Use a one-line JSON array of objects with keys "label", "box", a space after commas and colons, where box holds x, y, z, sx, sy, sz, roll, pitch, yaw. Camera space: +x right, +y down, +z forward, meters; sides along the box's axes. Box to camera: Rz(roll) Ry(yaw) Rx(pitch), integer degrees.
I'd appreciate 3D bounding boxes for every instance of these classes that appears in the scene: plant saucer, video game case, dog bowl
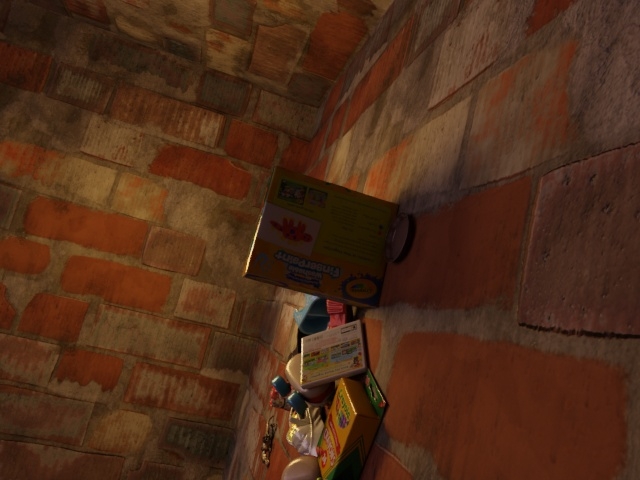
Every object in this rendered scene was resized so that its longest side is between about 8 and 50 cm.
[{"label": "plant saucer", "box": [0.249, -0.007, 1.507, 0.168, 0.029, 0.168, -164, 90, -76]}, {"label": "video game case", "box": [0.041, 0.378, 1.586, 0.206, 0.227, 0.026, -91, -23, -53]}, {"label": "dog bowl", "box": [-0.004, 0.281, 1.945, 0.074, 0.166, 0.297, -104, 31, -43]}]

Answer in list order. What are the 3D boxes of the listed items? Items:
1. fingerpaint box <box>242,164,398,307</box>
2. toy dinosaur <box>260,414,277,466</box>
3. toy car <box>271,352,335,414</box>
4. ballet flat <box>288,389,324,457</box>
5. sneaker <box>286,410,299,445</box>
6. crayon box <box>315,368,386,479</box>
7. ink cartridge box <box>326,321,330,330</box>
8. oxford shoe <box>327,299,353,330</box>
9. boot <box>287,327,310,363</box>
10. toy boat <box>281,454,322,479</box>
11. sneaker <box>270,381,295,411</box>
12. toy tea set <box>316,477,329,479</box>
[{"label": "fingerpaint box", "box": [0.000, 0.000, 1.614, 0.163, 0.445, 0.370, 150, 134, -73]}, {"label": "toy dinosaur", "box": [-0.262, 0.979, 2.383, 0.268, 0.064, 0.118, -82, 9, -46]}, {"label": "toy car", "box": [-0.007, 0.524, 1.671, 0.219, 0.238, 0.210, -40, 35, -17]}, {"label": "ballet flat", "box": [-0.049, 0.673, 1.700, 0.400, 0.139, 0.139, -108, 37, -68]}, {"label": "sneaker", "box": [-0.085, 0.736, 1.887, 0.208, 0.082, 0.094, -115, 45, -71]}, {"label": "crayon box", "box": [0.082, 0.555, 1.403, 0.202, 0.081, 0.318, -126, 54, -74]}, {"label": "ink cartridge box", "box": [0.044, 0.405, 1.832, 0.145, 0.045, 0.179, 156, 132, -74]}, {"label": "oxford shoe", "box": [0.084, 0.316, 1.725, 0.097, 0.098, 0.271, -1, 84, 38]}, {"label": "boot", "box": [-0.104, 0.510, 2.216, 0.229, 0.091, 0.262, 129, 152, -58]}, {"label": "toy boat", "box": [-0.027, 0.793, 1.479, 0.151, 0.151, 0.231, 43, -148, -60]}, {"label": "sneaker", "box": [-0.130, 0.642, 2.042, 0.090, 0.145, 0.270, -90, 21, -50]}, {"label": "toy tea set", "box": [-0.009, 0.813, 1.234, 0.200, 0.124, 0.335, 10, 96, 60]}]
